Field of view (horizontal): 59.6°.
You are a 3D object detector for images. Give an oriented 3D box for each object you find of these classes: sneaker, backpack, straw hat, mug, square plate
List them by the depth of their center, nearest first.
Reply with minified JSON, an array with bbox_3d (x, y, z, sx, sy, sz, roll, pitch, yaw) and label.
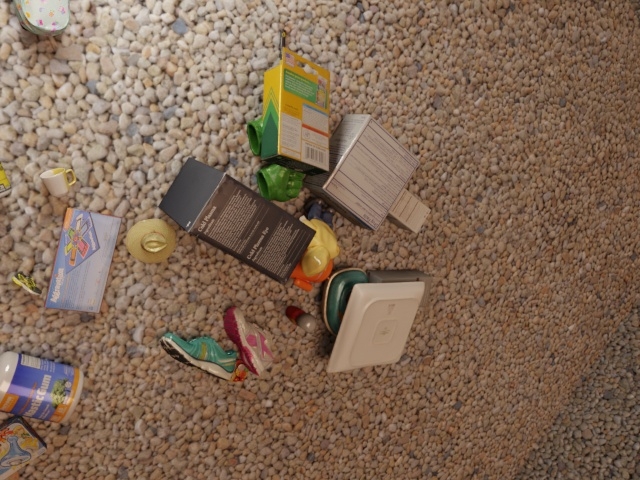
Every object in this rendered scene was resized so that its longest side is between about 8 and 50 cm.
[{"bbox_3d":[-0.665,-0.579,1.322,0.152,0.115,0.181,-7,108,-30],"label":"backpack"},{"bbox_3d":[-0.679,-0.150,1.455,0.078,0.062,0.064,-20,119,-17],"label":"mug"},{"bbox_3d":[-0.774,0.114,1.483,0.083,0.031,0.035,43,80,-30],"label":"sneaker"},{"bbox_3d":[-0.479,0.009,1.605,0.145,0.061,0.144,-7,105,-28],"label":"straw hat"},{"bbox_3d":[-0.377,0.345,1.743,0.275,0.107,0.109,36,65,-36],"label":"sneaker"},{"bbox_3d":[-0.224,0.311,1.810,0.111,0.103,0.252,-35,117,-29],"label":"sneaker"},{"bbox_3d":[0.207,0.307,1.949,0.348,0.049,0.343,2,113,-39],"label":"square plate"}]

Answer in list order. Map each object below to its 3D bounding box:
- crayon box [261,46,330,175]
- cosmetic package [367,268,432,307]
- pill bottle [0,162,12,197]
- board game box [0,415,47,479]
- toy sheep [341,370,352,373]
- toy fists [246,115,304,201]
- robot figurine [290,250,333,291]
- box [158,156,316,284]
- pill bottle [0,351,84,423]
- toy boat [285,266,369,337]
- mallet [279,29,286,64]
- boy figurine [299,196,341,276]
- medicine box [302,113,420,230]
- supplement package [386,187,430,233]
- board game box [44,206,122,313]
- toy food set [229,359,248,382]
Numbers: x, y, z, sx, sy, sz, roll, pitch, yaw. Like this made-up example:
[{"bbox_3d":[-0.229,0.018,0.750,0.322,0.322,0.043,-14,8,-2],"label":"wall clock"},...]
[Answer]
[{"bbox_3d":[-0.068,-0.370,1.638,0.203,0.083,0.322,13,74,-45],"label":"crayon box"},{"bbox_3d":[0.282,0.178,2.052,0.238,0.107,0.127,-3,107,-32],"label":"cosmetic package"},{"bbox_3d":[-0.826,-0.186,1.336,0.103,0.103,0.184,-22,113,-23],"label":"pill bottle"},{"bbox_3d":[-0.887,0.589,1.538,0.201,0.035,0.136,-34,117,-18],"label":"board game box"},{"bbox_3d":[0.090,0.430,2.018,0.091,0.091,0.132,-12,127,-26],"label":"toy sheep"},{"bbox_3d":[-0.125,-0.254,1.717,0.142,0.096,0.278,-21,110,-28],"label":"toy fists"},{"bbox_3d":[-0.052,0.071,1.822,0.220,0.158,0.128,14,124,-31],"label":"robot figurine"},{"bbox_3d":[-0.239,-0.061,1.556,0.313,0.343,0.178,32,88,-32],"label":"box"},{"bbox_3d":[-0.788,0.381,1.474,0.272,0.152,0.152,25,89,-32],"label":"pill bottle"},{"bbox_3d":[0.045,0.239,1.906,0.319,0.148,0.267,-12,108,-27],"label":"toy boat"},{"bbox_3d":[-0.124,-0.537,1.684,0.063,0.039,0.189,-11,104,-30],"label":"mallet"},{"bbox_3d":[0.000,0.000,1.754,0.177,0.092,0.285,36,39,-33],"label":"boy figurine"},{"bbox_3d":[0.135,-0.224,1.839,0.264,0.149,0.289,36,84,-31],"label":"medicine box"},{"bbox_3d":[0.280,-0.118,1.972,0.179,0.105,0.105,34,85,-31],"label":"supplement package"},{"bbox_3d":[-0.654,0.058,1.540,0.145,0.027,0.281,12,96,-33],"label":"board game box"},{"bbox_3d":[-0.276,0.435,1.850,0.083,0.020,0.082,25,89,-31],"label":"toy food set"}]
